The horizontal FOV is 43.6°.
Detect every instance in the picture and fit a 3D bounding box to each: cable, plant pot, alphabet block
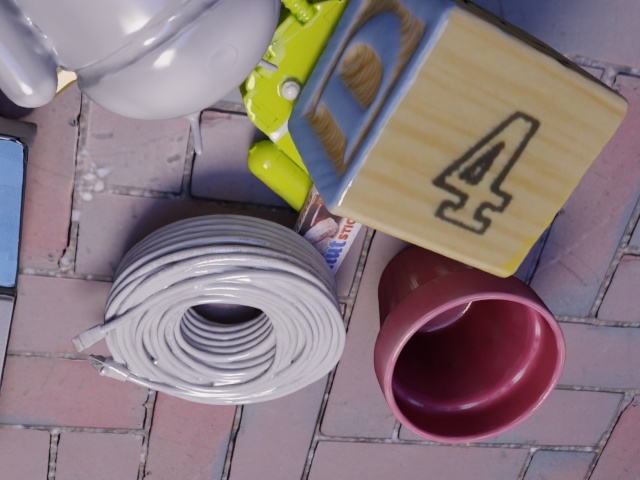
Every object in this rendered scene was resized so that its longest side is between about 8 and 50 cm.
[{"bbox_3d":[-0.103,0.084,0.877,0.257,0.089,0.257,32,124,-30],"label":"cable"},{"bbox_3d":[0.149,0.097,0.914,0.201,0.180,0.201,-5,119,-9],"label":"plant pot"},{"bbox_3d":[0.111,-0.112,0.724,0.197,0.192,0.193,19,116,-26],"label":"alphabet block"}]

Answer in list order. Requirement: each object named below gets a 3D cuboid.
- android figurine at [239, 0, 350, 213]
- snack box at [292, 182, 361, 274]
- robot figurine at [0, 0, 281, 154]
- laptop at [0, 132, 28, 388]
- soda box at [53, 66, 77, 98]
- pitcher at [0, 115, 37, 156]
[{"bbox_3d":[0.031,-0.143,0.830,0.248,0.056,0.273,-41,120,12],"label":"android figurine"},{"bbox_3d":[0.000,0.000,0.879,0.064,0.022,0.178,6,143,-16],"label":"snack box"},{"bbox_3d":[-0.166,-0.243,0.643,0.300,0.200,0.353,-46,118,-19],"label":"robot figurine"},{"bbox_3d":[-0.493,0.082,0.727,0.382,0.236,0.407,10,87,-16],"label":"laptop"},{"bbox_3d":[-0.282,-0.217,0.717,0.058,0.061,0.181,-34,120,8],"label":"soda box"},{"bbox_3d":[-0.392,-0.125,0.718,0.178,0.125,0.207,-27,133,11],"label":"pitcher"}]
